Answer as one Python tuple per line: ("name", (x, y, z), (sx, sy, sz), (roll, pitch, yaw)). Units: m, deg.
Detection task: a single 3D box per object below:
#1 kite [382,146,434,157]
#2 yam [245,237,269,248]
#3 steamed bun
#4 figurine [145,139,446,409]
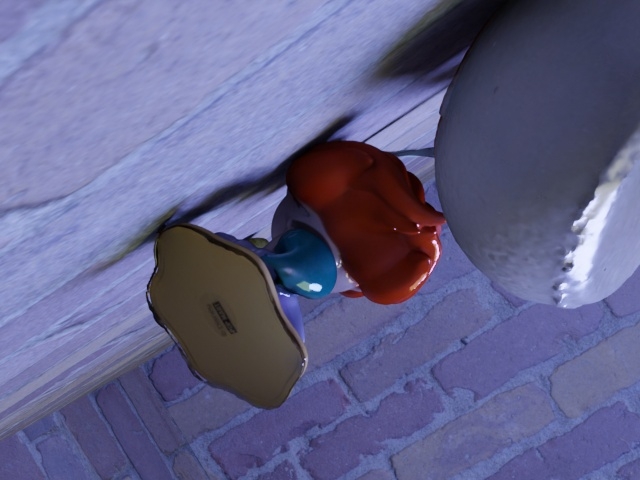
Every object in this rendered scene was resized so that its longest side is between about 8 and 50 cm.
("kite", (0.208, -0.091, 0.970), (0.369, 0.014, 0.406), (0, -153, 13))
("yam", (-0.102, 0.043, 1.298), (0.070, 0.069, 0.146), (-31, 179, -22))
("steamed bun", (0.192, -0.094, 0.718), (0.283, 0.177, 0.283), (-40, 151, -27))
("figurine", (0.003, 0.008, 0.827), (0.257, 0.181, 0.208), (-39, 154, -44))
